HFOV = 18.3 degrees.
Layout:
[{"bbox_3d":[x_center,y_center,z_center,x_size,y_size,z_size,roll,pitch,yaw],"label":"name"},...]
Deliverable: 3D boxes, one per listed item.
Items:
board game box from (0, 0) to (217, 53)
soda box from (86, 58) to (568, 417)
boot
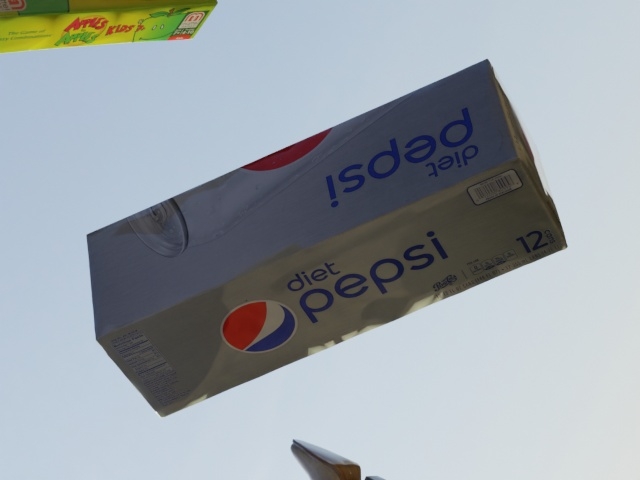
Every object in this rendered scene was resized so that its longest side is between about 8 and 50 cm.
[{"bbox_3d":[-0.168,-0.180,1.352,0.181,0.092,0.043,-10,-28,-40],"label":"board game box"},{"bbox_3d":[0.000,0.000,1.239,0.091,0.286,0.098,55,-163,-43],"label":"soda box"},{"bbox_3d":[0.009,0.205,1.463,0.042,0.118,0.087,11,-81,-44],"label":"boot"}]
